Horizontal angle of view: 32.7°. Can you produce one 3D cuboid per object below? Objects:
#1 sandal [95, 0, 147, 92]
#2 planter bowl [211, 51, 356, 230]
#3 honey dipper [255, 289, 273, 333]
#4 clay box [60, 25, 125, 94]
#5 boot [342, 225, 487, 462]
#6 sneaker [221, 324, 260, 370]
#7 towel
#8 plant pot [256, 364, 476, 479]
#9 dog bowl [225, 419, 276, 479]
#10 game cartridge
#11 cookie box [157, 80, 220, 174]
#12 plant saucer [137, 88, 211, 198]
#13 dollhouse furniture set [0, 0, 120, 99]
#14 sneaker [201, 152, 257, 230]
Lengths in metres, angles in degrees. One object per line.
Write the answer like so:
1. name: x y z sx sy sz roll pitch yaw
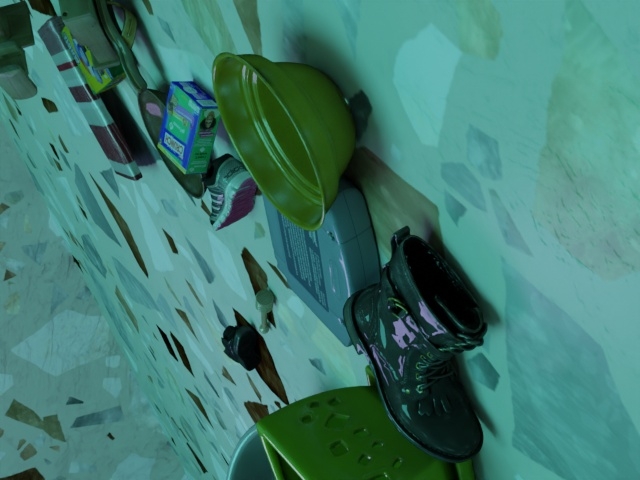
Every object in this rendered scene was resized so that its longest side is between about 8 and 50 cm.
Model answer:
1. sandal: -0.295 -0.313 1.657 0.072 0.049 0.180 -109 -3 -73
2. planter bowl: -0.024 -0.126 1.195 0.217 0.090 0.217 48 158 27
3. honey dipper: -0.097 0.128 1.865 0.030 0.030 0.160 52 162 19
4. clay box: -0.383 -0.324 1.864 0.127 0.053 0.222 63 160 -8
5. boot: 0.125 0.126 1.210 0.263 0.091 0.229 54 157 4
6. sneaker: -0.161 0.194 2.092 0.089 0.051 0.170 43 159 28
7. towel: -0.437 -0.269 2.076 0.329 0.037 0.237 63 167 -15
8. plant pot: 0.077 0.315 1.430 0.227 0.207 0.228 39 152 45
9. dog bowl: -0.026 0.433 1.758 0.349 0.102 0.348 0 90 48
10. game cartridge: 0.000 0.000 1.389 0.196 0.060 0.294 50 160 36
11. cookie box: -0.189 -0.162 1.568 0.092 0.040 0.107 42 127 41
12. plant saucer: -0.226 -0.161 1.742 0.198 0.036 0.198 50 159 27
13. dollhouse furniture set: -0.450 -0.316 1.656 0.161 0.242 0.212 71 -176 -73
14. sneaker: -0.141 -0.075 1.618 0.074 0.063 0.170 54 156 13
